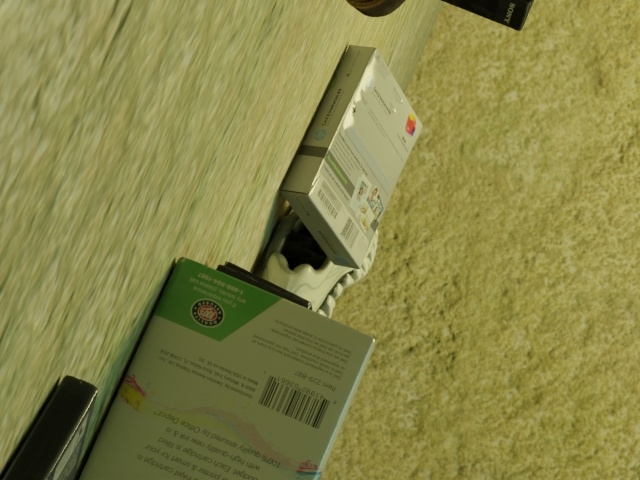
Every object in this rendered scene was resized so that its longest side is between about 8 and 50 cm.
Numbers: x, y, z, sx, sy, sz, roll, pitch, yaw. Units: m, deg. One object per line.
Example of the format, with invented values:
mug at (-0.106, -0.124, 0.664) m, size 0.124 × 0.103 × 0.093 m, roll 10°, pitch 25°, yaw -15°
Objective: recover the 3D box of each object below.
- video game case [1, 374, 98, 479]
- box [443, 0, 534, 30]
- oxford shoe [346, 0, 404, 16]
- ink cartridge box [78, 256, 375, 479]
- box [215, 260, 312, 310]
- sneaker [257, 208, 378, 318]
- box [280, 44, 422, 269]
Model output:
video game case at (-0.198, 0.230, 1.079) m, size 0.196 × 0.026 × 0.274 m, roll -63°, pitch 176°, yaw -45°
box at (0.069, -0.203, 1.146) m, size 0.029 × 0.162 × 0.116 m, roll 108°, pitch 6°, yaw -54°
oxford shoe at (0.046, -0.263, 1.259) m, size 0.076 × 0.076 × 0.212 m, roll 23°, pitch 77°, yaw -48°
ink cartridge box at (-0.073, 0.143, 1.331) m, size 0.093 × 0.154 × 0.212 m, roll 107°, pitch 6°, yaw -75°
box at (-0.109, 0.201, 1.678) m, size 0.318 × 0.097 × 0.395 m, roll -63°, pitch 177°, yaw -9°
sneaker at (0.000, 0.000, 2.055) m, size 0.292 × 0.110 × 0.118 m, roll -63°, pitch 166°, yaw -52°
box at (0.036, -0.087, 1.948) m, size 0.186 × 0.038 × 0.145 m, roll -65°, pitch 145°, yaw -22°
